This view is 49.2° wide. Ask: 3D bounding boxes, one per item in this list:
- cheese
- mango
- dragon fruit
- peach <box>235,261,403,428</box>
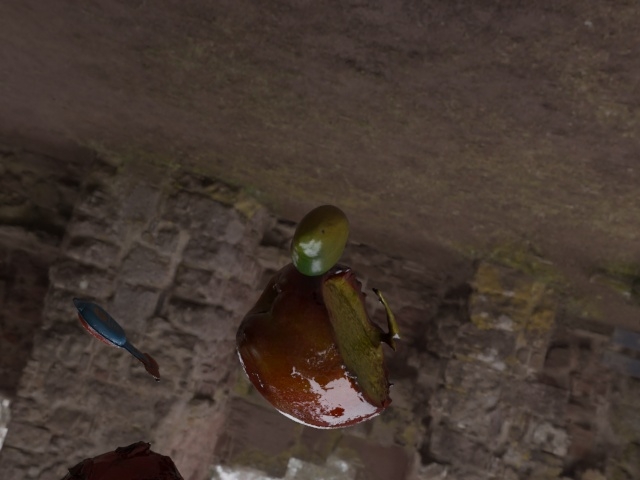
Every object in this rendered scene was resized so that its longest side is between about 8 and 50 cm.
[{"bbox_3d":[-0.432,0.210,1.489,0.256,0.037,0.106,49,-178,-24],"label":"cheese"},{"bbox_3d":[0.002,-0.002,1.213,0.085,0.122,0.191,44,164,9],"label":"mango"},{"bbox_3d":[-0.375,0.529,1.291,0.295,0.302,0.295,53,165,21],"label":"dragon fruit"},{"bbox_3d":[-0.017,0.232,1.575,0.310,0.335,0.406,-15,128,27],"label":"peach"}]
